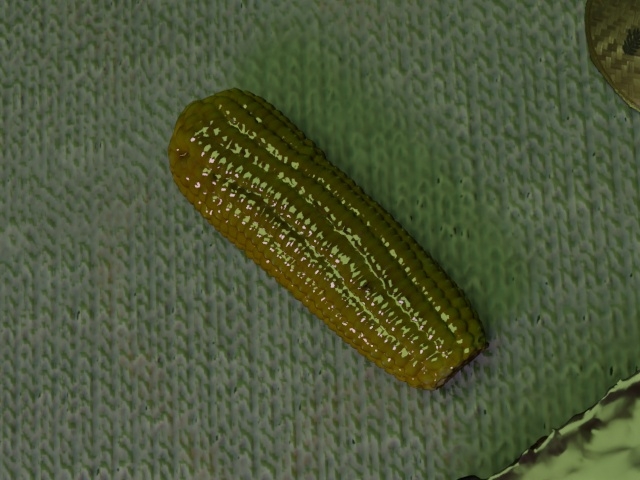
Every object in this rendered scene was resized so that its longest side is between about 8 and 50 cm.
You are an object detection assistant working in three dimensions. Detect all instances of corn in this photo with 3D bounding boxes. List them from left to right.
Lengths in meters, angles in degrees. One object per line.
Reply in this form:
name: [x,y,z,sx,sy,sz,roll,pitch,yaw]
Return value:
corn: [0.000,0.000,0.755,0.231,0.080,0.080,44,94,15]

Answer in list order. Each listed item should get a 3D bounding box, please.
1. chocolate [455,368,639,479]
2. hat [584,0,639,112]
chocolate: [0.159,0.135,0.670,0.321,0.112,0.112,-38,75,6]
hat: [0.220,-0.140,0.718,0.146,0.067,0.146,-3,80,16]
